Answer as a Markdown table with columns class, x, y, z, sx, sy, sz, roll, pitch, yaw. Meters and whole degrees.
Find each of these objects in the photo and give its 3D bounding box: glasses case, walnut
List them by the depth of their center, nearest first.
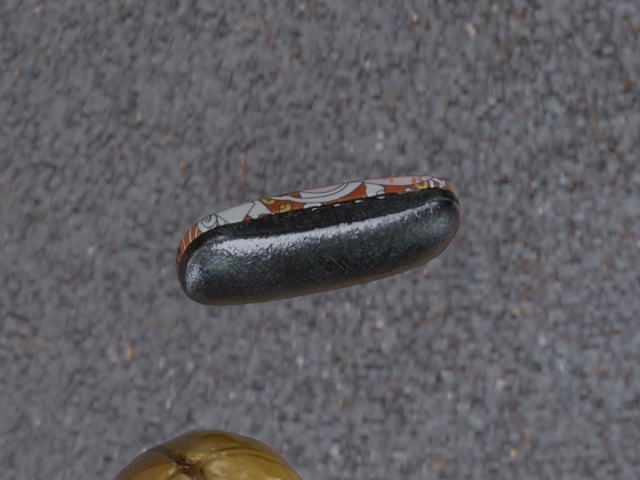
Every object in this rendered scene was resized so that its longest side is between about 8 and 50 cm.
| class | x | y | z | sx | sy | sz | roll | pitch | yaw |
| --- | --- | --- | --- | --- | --- | --- | --- | --- | --- |
| walnut | -0.090 | 0.265 | 1.436 | 0.193 | 0.193 | 0.226 | 1 | 120 | 3 |
| glasses case | 0.000 | 0.000 | 1.572 | 0.266 | 0.067 | 0.103 | -9 | 142 | -20 |
